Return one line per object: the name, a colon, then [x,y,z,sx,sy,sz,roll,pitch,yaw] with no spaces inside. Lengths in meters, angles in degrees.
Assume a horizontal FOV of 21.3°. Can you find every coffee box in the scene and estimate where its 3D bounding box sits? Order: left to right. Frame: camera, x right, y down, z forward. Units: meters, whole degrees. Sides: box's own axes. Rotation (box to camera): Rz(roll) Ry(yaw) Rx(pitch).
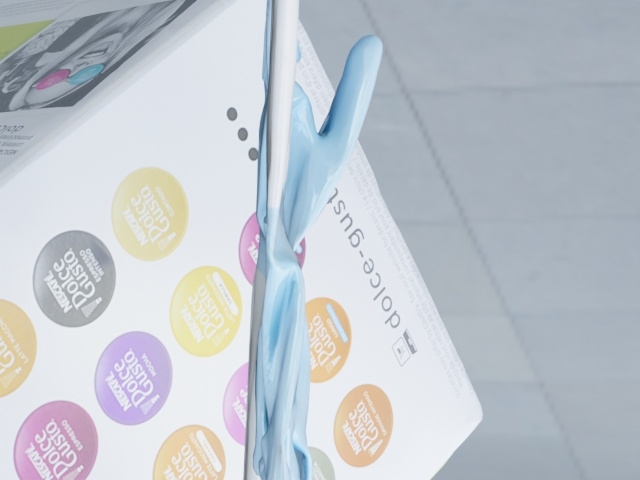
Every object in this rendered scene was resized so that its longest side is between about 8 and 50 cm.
coffee box: [-0.170,0.069,1.054,0.338,0.334,0.338,4,128,48]

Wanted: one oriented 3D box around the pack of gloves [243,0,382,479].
pack of gloves: [0.000,0.000,0.588,0.046,0.232,0.195,2,-171,-4]
